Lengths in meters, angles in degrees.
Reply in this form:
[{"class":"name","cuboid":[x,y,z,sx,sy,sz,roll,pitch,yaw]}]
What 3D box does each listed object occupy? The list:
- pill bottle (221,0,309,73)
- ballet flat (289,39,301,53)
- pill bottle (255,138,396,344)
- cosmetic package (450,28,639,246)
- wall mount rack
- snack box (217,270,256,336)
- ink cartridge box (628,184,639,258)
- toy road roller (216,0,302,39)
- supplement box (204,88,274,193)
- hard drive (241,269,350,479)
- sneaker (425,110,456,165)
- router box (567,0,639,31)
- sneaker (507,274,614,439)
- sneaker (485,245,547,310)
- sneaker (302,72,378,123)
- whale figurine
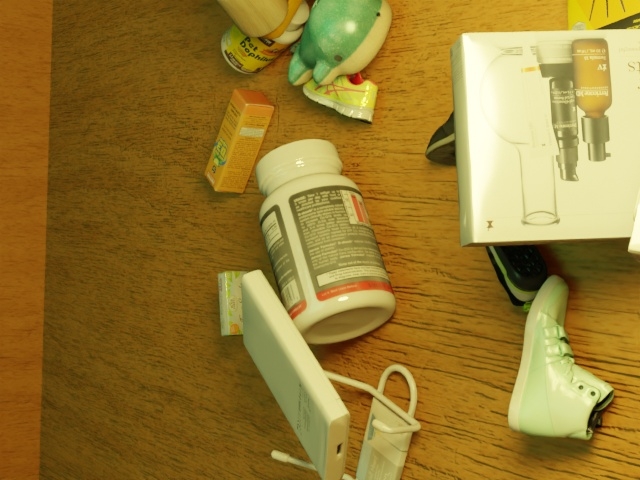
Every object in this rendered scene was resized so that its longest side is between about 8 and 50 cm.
[{"class":"pill bottle","cuboid":[-0.116,-0.451,2.441,0.215,0.117,0.117,-31,65,50]},{"class":"ballet flat","cuboid":[-0.026,-0.411,2.386,0.114,0.041,0.041,-33,63,50]},{"class":"pill bottle","cuboid":[0.000,0.000,2.196,0.210,0.210,0.362,-42,57,46]},{"class":"cosmetic package","cuboid":[0.375,-0.139,1.547,0.097,0.377,0.284,149,118,-85]},{"class":"wall mount rack","cuboid":[0.052,0.384,2.186,0.304,0.131,0.350,31,113,51]},{"class":"snack box","cuboid":[-0.175,0.140,2.527,0.037,0.100,0.141,-13,79,53]},{"class":"ink cartridge box","cuboid":[0.527,-0.046,1.360,0.270,0.198,0.197,11,88,21]},{"class":"toy road roller","cuboid":[-0.040,-0.553,2.212,0.241,0.202,0.329,21,74,36]},{"class":"supplement box","cuboid":[-0.185,-0.222,2.569,0.078,0.080,0.233,52,132,44]},{"class":"hard drive","cuboid":[-0.051,0.253,2.115,0.353,0.047,0.233,55,157,34]},{"class":"sneaker","cuboid":[0.260,-0.215,1.969,0.222,0.083,0.118,-35,43,56]},{"class":"router box","cuboid":[0.454,-0.363,1.711,0.179,0.046,0.133,-6,85,54]},{"class":"sneaker","cuboid":[0.393,0.186,1.771,0.151,0.094,0.255,8,80,29]},{"class":"sneaker","cuboid":[0.301,0.016,1.883,0.097,0.084,0.234,96,164,-49]},{"class":"sneaker","cuboid":[0.047,-0.301,2.259,0.208,0.081,0.094,30,105,44]},{"class":"whale figurine","cuboid":[0.013,-0.397,2.200,0.272,0.141,0.216,-19,43,51]}]
